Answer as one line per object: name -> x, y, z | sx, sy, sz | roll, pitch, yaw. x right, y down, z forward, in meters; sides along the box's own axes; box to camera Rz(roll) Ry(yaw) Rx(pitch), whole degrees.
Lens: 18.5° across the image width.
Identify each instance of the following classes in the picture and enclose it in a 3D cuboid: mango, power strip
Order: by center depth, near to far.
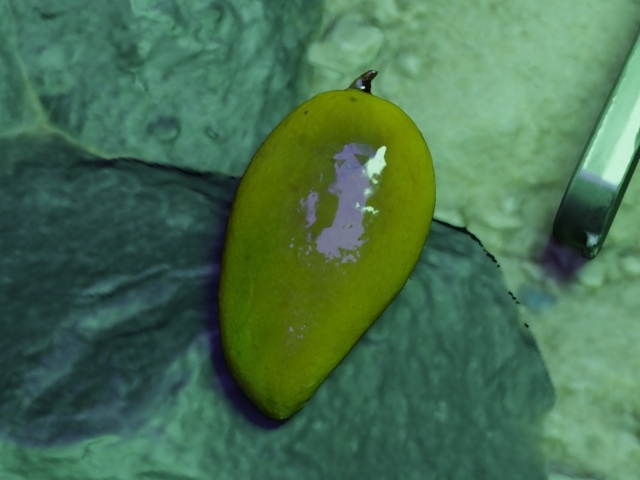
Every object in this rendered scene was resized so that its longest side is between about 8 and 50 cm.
mango -> 0.000, 0.000, 1.008 | 0.101, 0.066, 0.187 | 23, 81, 5
power strip -> 0.174, -0.094, 1.035 | 0.029, 0.080, 0.227 | 23, 72, 9
